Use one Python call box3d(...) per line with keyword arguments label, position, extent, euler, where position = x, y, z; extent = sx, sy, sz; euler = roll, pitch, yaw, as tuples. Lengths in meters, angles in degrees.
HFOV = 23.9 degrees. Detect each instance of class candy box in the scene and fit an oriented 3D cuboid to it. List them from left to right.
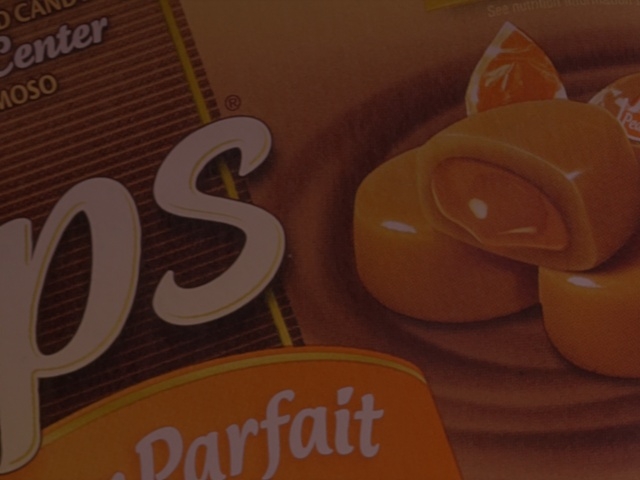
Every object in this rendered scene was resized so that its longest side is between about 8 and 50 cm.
box3d(label="candy box", position=(-0.024, 0.017, 0.386), extent=(0.316, 0.183, 0.087), euler=(-10, 173, -3))
